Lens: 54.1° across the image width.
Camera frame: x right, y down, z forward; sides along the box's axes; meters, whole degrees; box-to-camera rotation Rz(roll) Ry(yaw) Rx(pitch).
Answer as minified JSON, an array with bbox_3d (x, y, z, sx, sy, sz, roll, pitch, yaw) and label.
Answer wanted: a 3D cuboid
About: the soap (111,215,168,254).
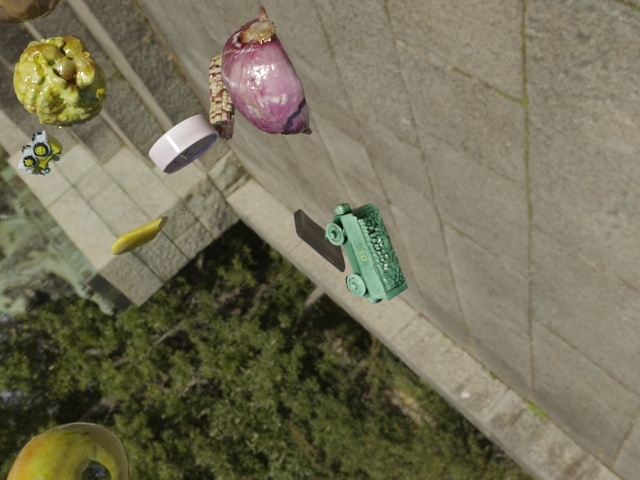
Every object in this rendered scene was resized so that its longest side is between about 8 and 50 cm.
[{"bbox_3d":[-0.431,-0.014,1.518,0.033,0.168,0.089,55,148,5],"label":"soap"}]

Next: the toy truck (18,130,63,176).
[{"bbox_3d":[-0.676,-0.203,1.516,0.077,0.111,0.076,34,-164,-41],"label":"toy truck"}]

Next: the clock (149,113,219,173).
[{"bbox_3d":[-0.385,-0.271,1.773,0.068,0.197,0.197,53,170,-1],"label":"clock"}]

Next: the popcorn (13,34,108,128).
[{"bbox_3d":[-0.821,-0.496,1.969,0.282,0.282,0.247,45,147,9],"label":"popcorn"}]

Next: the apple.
[{"bbox_3d":[-0.499,0.490,1.261,0.261,0.194,0.260,40,-141,-43],"label":"apple"}]

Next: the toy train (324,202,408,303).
[{"bbox_3d":[0.074,0.019,0.994,0.099,0.070,0.172,-12,103,52],"label":"toy train"}]

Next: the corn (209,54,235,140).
[{"bbox_3d":[-0.300,-0.439,1.921,0.092,0.092,0.280,93,177,-77],"label":"corn"}]

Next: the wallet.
[{"bbox_3d":[0.000,0.000,1.274,0.157,0.018,0.082,40,-151,-41],"label":"wallet"}]

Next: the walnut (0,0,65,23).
[{"bbox_3d":[-0.891,-0.807,1.775,0.383,0.383,0.383,45,170,10],"label":"walnut"}]

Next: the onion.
[{"bbox_3d":[-0.130,-0.339,1.480,0.348,0.159,0.267,69,178,-51],"label":"onion"}]
